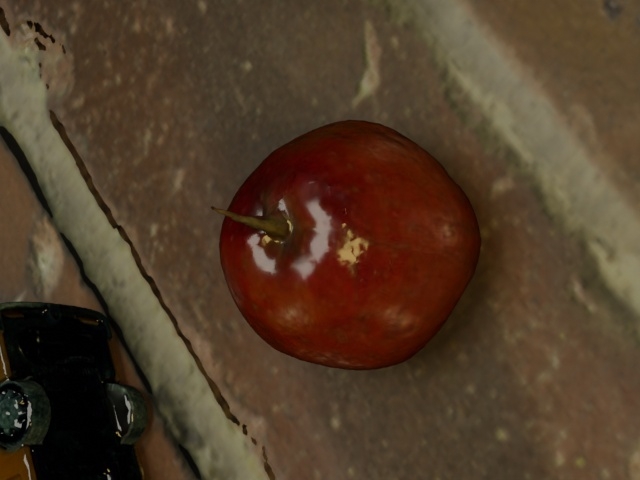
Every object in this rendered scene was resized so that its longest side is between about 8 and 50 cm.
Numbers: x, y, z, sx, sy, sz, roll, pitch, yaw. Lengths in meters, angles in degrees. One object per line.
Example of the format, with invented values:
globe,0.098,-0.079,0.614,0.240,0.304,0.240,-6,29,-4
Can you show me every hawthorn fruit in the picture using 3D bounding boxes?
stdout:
hawthorn fruit,0.012,0.006,0.725,0.125,0.140,0.125,1,99,8

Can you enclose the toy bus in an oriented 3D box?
toy bus,-0.157,0.145,0.846,0.114,0.098,0.201,-29,68,31
